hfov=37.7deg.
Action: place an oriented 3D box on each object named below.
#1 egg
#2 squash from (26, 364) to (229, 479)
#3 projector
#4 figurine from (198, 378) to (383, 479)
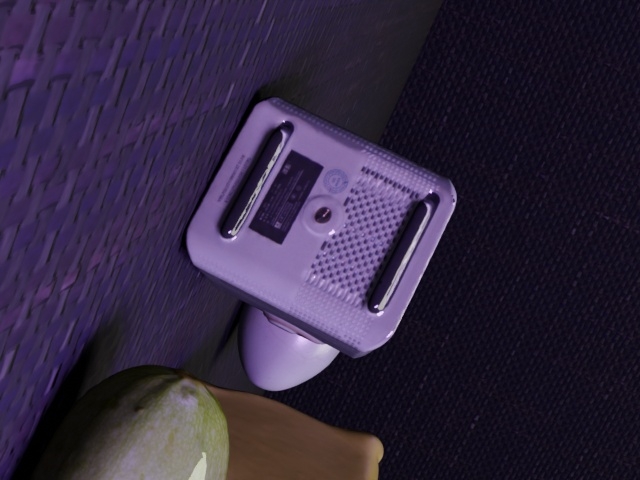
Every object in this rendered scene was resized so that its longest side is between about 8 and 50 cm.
[{"bbox_3d":[-0.033,0.109,1.288,0.209,0.151,0.151,-62,176,-10],"label":"egg"},{"bbox_3d":[-0.167,0.244,0.562,0.371,0.118,0.118,-63,177,-3],"label":"squash"},{"bbox_3d":[0.000,0.000,0.803,0.163,0.177,0.242,-62,175,-6],"label":"projector"},{"bbox_3d":[-0.120,0.370,0.905,0.361,0.266,0.378,-27,136,-62],"label":"figurine"}]
